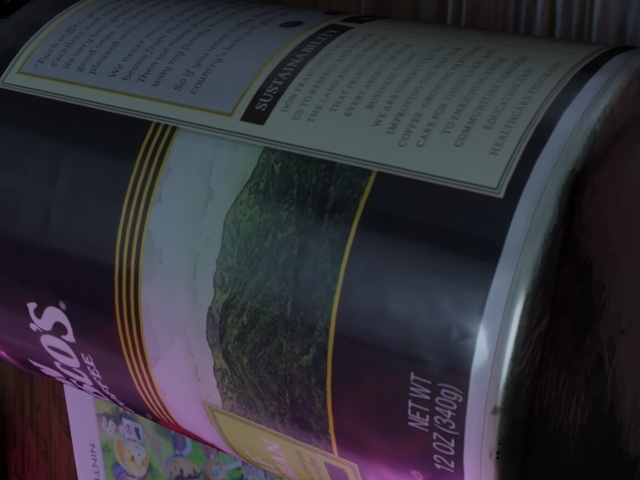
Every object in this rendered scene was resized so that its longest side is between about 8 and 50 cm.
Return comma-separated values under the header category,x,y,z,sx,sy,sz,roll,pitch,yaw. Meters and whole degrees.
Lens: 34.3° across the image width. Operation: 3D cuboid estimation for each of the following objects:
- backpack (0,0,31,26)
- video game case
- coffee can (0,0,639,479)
category,x,y,z,sx,sy,sz,roll,pitch,yaw
backpack,-0.211,-0.118,0.586,0.225,0.191,0.253,3,93,38
video game case,-0.072,0.176,0.644,0.212,0.023,0.193,-3,97,36
coffee can,0.000,0.000,0.448,0.275,0.201,0.201,15,107,33
